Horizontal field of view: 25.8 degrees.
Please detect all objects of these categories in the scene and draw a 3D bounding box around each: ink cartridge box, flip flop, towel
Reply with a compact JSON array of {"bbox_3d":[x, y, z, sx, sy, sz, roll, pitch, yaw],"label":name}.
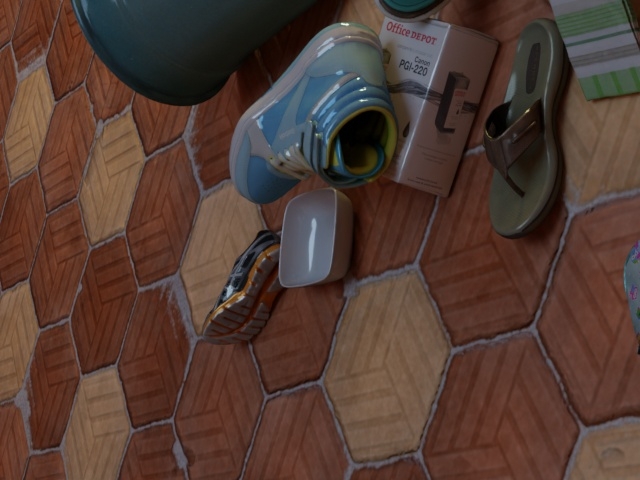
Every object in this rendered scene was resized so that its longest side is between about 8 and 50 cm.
[{"bbox_3d":[0.130,-0.187,1.853,0.158,0.092,0.217,30,103,56],"label":"ink cartridge box"},{"bbox_3d":[0.238,-0.139,1.683,0.112,0.080,0.277,1,80,56],"label":"flip flop"},{"bbox_3d":[0.319,-0.236,1.583,0.113,0.023,0.152,-2,114,57],"label":"towel"}]

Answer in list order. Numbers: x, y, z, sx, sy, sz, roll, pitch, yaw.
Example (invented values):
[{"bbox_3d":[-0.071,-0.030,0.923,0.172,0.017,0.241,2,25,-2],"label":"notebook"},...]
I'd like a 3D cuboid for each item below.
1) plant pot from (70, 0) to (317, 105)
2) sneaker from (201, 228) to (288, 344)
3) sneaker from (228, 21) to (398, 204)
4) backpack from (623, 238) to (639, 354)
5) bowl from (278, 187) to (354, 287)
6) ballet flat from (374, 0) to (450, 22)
[{"bbox_3d":[-0.161,-0.430,2.183,0.334,0.341,0.341,-25,59,42],"label":"plant pot"},{"bbox_3d":[-0.113,0.075,2.147,0.215,0.084,0.083,-50,39,20],"label":"sneaker"},{"bbox_3d":[-0.013,-0.115,1.850,0.319,0.127,0.208,-53,38,36],"label":"sneaker"},{"bbox_3d":[0.376,0.069,1.378,0.152,0.115,0.182,-42,44,45],"label":"backpack"},{"bbox_3d":[0.000,0.000,2.020,0.142,0.053,0.142,-12,70,54],"label":"bowl"},{"bbox_3d":[0.172,-0.460,1.848,0.139,0.139,0.400,8,78,57],"label":"ballet flat"}]
